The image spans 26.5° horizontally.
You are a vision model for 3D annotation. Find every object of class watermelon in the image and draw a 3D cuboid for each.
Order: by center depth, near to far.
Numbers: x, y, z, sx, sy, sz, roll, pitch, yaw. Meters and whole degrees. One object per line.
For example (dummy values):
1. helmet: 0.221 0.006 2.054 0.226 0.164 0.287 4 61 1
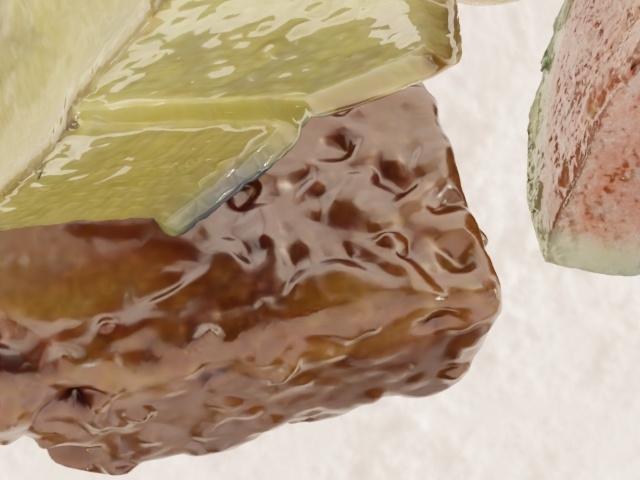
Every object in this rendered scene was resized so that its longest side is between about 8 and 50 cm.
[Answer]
1. watermelon: 0.251 -0.134 1.032 0.193 0.310 0.231 36 158 -23

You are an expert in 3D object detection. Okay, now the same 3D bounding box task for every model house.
1. model house: -0.088 -0.159 0.772 0.266 0.261 0.321 -3 156 -43

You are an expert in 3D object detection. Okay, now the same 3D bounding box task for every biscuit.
1. biscuit: -0.088 -0.007 1.020 0.394 0.343 0.166 -9 142 -5

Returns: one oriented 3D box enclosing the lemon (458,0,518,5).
1. lemon: 0.177 -0.381 1.532 0.263 0.236 0.236 22 122 -3
